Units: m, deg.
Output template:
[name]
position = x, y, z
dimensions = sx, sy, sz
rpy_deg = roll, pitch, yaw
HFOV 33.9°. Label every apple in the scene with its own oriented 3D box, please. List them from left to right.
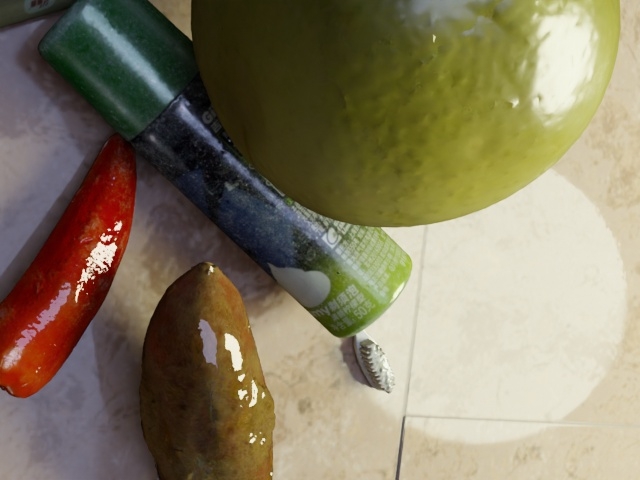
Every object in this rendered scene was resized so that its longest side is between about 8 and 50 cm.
[apple]
position = 0.054, -0.158, 0.702
dimensions = 0.291, 0.254, 0.292
rpy_deg = -3, 65, 6

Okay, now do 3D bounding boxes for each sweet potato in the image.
[sweet potato]
position = -0.085, 0.197, 0.838
dimensions = 0.109, 0.109, 0.386
rpy_deg = -11, 109, -25

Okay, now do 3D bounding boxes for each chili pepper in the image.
[chili pepper]
position = -0.201, 0.038, 0.796
dimensions = 0.071, 0.063, 0.272
rpy_deg = 39, 73, -35

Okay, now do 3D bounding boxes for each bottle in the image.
[bottle]
position = -0.069, -0.063, 0.822
dimensions = 0.330, 0.093, 0.093
rpy_deg = 44, 74, -15

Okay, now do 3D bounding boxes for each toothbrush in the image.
[toothbrush]
position = 0.000, 0.000, 0.907
dimensions = 0.025, 0.029, 0.307
rpy_deg = -28, 104, -14

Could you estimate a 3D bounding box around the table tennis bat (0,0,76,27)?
[table tennis bat]
position = -0.286, -0.147, 0.741
dimensions = 0.246, 0.022, 0.138
rpy_deg = -26, 134, -30
